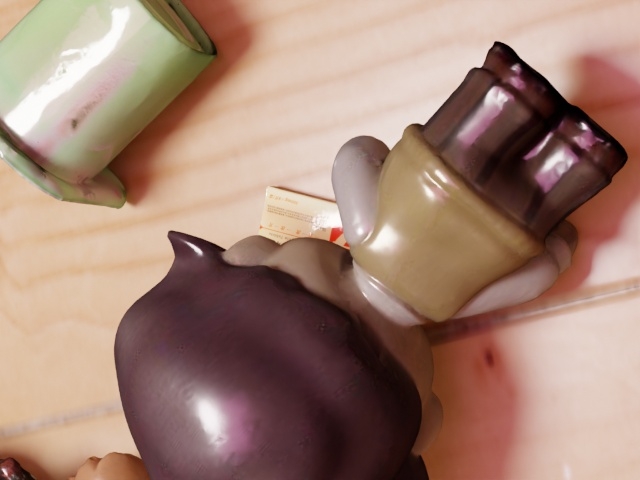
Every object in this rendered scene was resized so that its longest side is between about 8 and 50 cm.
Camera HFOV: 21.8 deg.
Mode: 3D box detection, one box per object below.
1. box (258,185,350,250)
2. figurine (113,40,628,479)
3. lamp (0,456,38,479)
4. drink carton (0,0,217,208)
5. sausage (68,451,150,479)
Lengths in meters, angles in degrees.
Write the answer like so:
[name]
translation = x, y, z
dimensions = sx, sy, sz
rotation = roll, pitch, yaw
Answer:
[box]
translation = 0.000, 0.000, 1.153
dimensions = 0.093, 0.015, 0.058
rotation = 15, 97, 25
[figurine]
translation = 0.019, 0.036, 1.065
dimensions = 0.365, 0.218, 0.206
rotation = -52, 28, -1
[lamp]
translation = -0.297, 0.252, 1.213
dimensions = 0.258, 0.180, 0.180
rotation = -37, 76, 24
[drink carton]
translation = -0.162, -0.123, 1.163
dimensions = 0.142, 0.144, 0.146
rotation = -43, 75, 14
[sausage]
translation = -0.112, 0.290, 1.177
dimensions = 0.086, 0.086, 0.289
rotation = -24, 82, 24
